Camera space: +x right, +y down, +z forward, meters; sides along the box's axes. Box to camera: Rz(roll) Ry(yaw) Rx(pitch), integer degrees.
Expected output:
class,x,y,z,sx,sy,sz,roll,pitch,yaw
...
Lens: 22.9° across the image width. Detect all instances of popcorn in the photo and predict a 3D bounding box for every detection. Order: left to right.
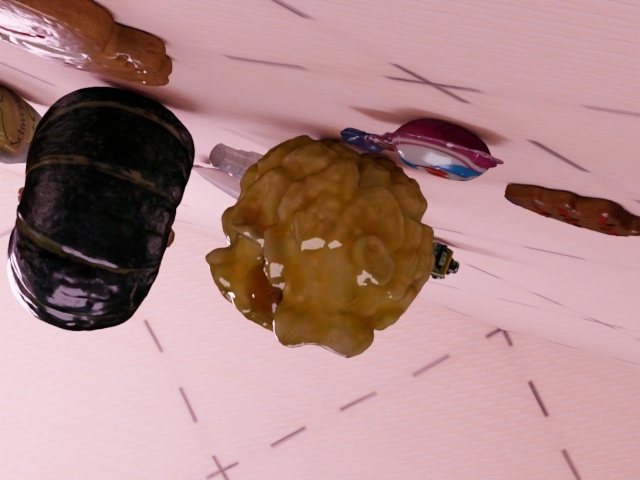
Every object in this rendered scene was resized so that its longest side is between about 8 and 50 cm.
class,x,y,z,sx,sy,sz,roll,pitch,yaw
popcorn,-0.003,0.011,1.510,0.235,0.216,0.181,-2,159,43

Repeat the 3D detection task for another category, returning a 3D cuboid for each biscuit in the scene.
class,x,y,z,sx,sy,sz,roll,pitch,yaw
biscuit,-0.217,-0.170,1.258,0.184,0.035,0.249,16,175,17
biscuit,0.228,-0.026,1.423,0.130,0.019,0.119,16,175,18

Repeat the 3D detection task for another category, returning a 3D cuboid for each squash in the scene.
class,x,y,z,sx,sy,sz,roll,pitch,yaw
squash,-0.225,-0.032,1.601,0.165,0.252,0.252,13,176,-12

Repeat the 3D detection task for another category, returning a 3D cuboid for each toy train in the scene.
class,x,y,z,sx,sy,sz,roll,pitch,yaw
toy train,0.126,0.014,2.123,0.122,0.050,0.081,17,168,21

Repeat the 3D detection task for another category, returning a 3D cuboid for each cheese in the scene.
class,x,y,z,sx,sy,sz,roll,pitch,yaw
cheese,0.080,-0.075,1.261,0.145,0.038,0.095,12,173,42

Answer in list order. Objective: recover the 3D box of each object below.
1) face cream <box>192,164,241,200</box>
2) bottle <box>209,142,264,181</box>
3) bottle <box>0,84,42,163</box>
class,x,y,z,sx,sy,sz,roll,pitch,yaw
face cream,-0.056,-0.050,2.009,0.244,0.058,0.092,22,-178,7
bottle,-0.031,-0.062,1.729,0.217,0.060,0.060,23,173,-40
bottle,-0.399,-0.150,1.868,0.083,0.083,0.270,16,174,12
